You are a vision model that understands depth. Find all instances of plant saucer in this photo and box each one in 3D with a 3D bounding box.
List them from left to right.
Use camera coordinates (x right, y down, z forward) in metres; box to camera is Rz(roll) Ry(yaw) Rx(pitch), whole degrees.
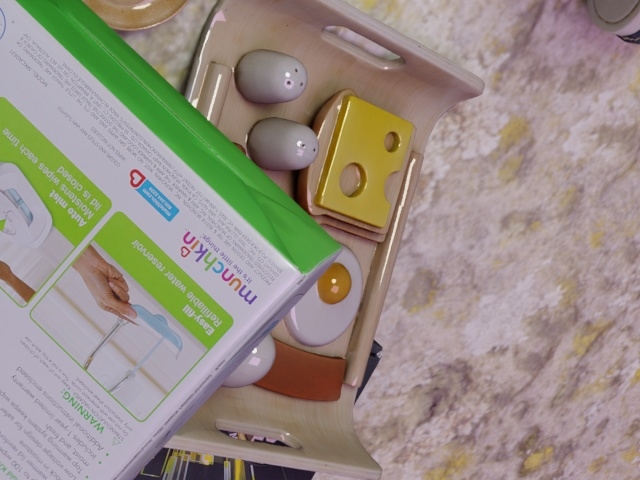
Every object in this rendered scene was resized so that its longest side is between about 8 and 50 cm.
[{"bbox_3d":[-0.113,-0.168,0.676,0.083,0.015,0.083,-16,131,-18],"label":"plant saucer"}]

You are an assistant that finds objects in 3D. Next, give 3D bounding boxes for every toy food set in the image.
[{"bbox_3d":[0.000,0.000,0.757,0.219,0.092,0.306,19,86,-40],"label":"toy food set"}]

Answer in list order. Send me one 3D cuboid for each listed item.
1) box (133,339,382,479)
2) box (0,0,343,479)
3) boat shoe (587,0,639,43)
[{"bbox_3d":[-0.172,0.192,0.841,0.318,0.097,0.395,23,101,-38],"label":"box"},{"bbox_3d":[-0.164,0.005,0.605,0.231,0.262,0.127,-48,176,12],"label":"box"},{"bbox_3d":[0.293,-0.249,0.793,0.079,0.095,0.255,9,122,-33],"label":"boat shoe"}]
